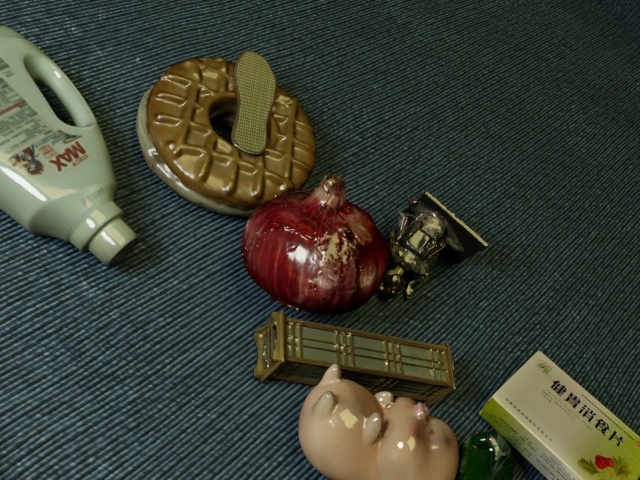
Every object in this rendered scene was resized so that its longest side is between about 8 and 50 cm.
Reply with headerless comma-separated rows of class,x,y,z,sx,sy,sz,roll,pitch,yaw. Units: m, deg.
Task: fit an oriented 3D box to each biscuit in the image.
biscuit,-0.160,-0.187,1.251,0.331,0.103,0.332,15,54,-21

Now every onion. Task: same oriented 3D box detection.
onion,0.000,0.000,1.126,0.252,0.219,0.252,15,26,-8

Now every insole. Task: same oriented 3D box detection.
insole,-0.117,-0.247,1.246,0.086,0.005,0.253,15,52,-21

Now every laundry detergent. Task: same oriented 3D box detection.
laundry detergent,-0.421,-0.131,1.050,0.398,0.125,0.264,44,47,1

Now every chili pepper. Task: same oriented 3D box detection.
chili pepper,0.264,0.410,1.125,0.108,0.062,0.216,31,51,-8

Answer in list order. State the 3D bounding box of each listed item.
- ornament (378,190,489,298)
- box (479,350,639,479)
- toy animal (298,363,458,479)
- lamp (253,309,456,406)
ornament,0.170,0.037,1.317,0.166,0.153,0.196,42,72,2
box,0.429,0.335,1.231,0.260,0.062,0.175,42,45,22
toy animal,0.086,0.297,1.035,0.250,0.154,0.166,24,33,0
lamp,0.058,0.193,1.133,0.325,0.090,0.089,14,53,-23
